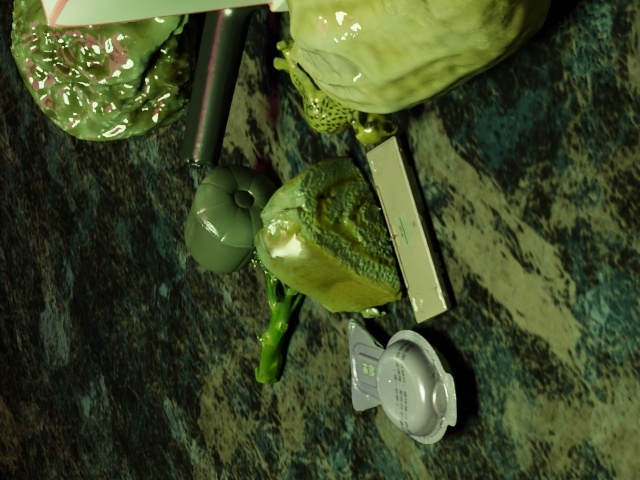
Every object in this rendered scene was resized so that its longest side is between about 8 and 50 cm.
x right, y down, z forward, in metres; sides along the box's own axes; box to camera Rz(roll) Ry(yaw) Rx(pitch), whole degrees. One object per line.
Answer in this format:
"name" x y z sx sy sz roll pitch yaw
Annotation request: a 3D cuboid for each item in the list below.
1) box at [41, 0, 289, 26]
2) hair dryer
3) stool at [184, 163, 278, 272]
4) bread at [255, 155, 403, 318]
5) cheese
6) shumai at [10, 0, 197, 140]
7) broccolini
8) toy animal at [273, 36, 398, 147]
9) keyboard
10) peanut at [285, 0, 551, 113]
"box" -0.090 -0.386 1.395 0.312 0.300 0.314 -39 65 58
"hair dryer" -0.104 -0.194 1.661 0.197 0.089 0.251 17 96 59
"stool" -0.094 -0.019 1.754 0.096 0.096 0.110 69 155 19
"bread" 0.001 0.005 1.577 0.103 0.110 0.156 -46 60 50
"cheese" 0.074 0.130 1.549 0.191 0.042 0.105 16 112 60
"shumai" -0.229 -0.252 1.819 0.256 0.189 0.218 62 151 18
"broccolini" -0.052 0.077 1.748 0.067 0.058 0.216 55 144 33
"toy animal" 0.014 -0.138 1.539 0.181 0.073 0.136 -28 76 63
"keyboard" 0.081 -0.010 1.516 0.055 0.017 0.166 -31 72 56
"peanut" 0.080 -0.198 1.303 0.340 0.174 0.158 -21 37 58
